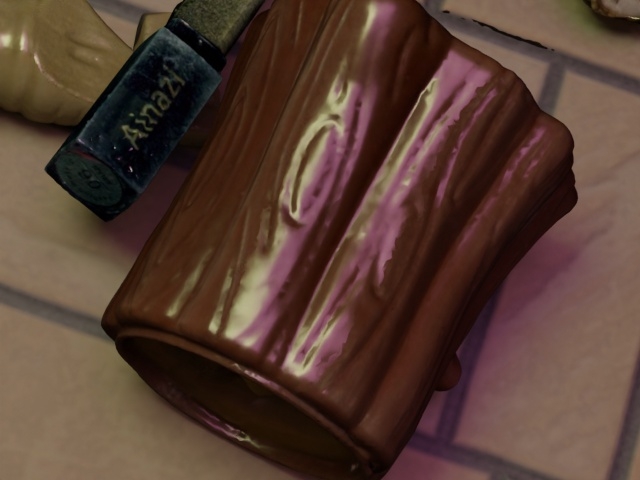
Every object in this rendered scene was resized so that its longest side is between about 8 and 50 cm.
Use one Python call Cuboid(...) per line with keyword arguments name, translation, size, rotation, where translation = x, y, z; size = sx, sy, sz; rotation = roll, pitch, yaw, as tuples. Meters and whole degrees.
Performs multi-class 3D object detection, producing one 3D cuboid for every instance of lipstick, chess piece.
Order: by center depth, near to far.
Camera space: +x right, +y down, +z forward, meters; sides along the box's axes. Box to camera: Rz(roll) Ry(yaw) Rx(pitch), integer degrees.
Cuboid(name="lipstick", translation=(-0.062, -0.140, 1.040), size=(0.051, 0.051, 0.312), rotation=(39, 54, -11))
Cuboid(name="chess piece", translation=(-0.159, -0.109, 1.040), size=(0.200, 0.090, 0.090), rotation=(9, 68, -16))

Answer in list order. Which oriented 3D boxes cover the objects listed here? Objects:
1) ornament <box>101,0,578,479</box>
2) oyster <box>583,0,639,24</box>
Cuboid(name="ornament", translation=(0.000, 0.000, 0.955), size=(0.221, 0.235, 0.217), rotation=(19, 69, 27))
Cuboid(name="oyster", translation=(0.272, -0.273, 1.161), size=(0.128, 0.078, 0.345), rotation=(45, 67, -12))
